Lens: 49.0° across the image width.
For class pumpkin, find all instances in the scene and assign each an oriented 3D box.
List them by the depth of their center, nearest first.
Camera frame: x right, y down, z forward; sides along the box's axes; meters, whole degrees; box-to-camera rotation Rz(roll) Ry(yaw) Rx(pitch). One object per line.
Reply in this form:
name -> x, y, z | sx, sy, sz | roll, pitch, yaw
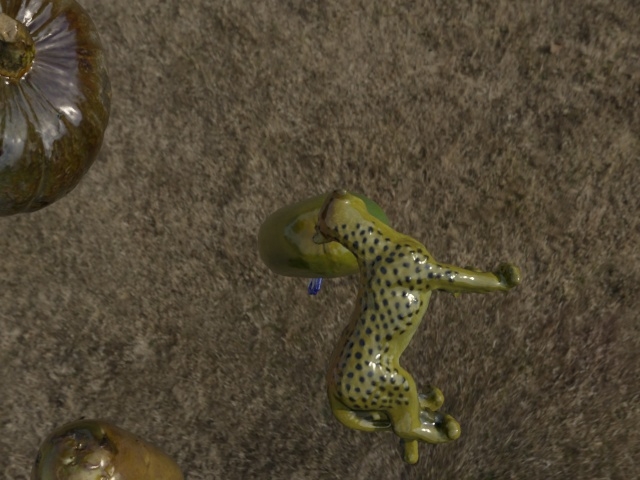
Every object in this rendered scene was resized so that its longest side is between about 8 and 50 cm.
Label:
pumpkin -> -0.259, -0.136, 0.534 | 0.162, 0.219, 0.219 | -14, 61, 41

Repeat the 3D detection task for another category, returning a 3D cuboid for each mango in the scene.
mango -> -0.002, 0.001, 0.708 | 0.122, 0.191, 0.085 | -16, 87, -21

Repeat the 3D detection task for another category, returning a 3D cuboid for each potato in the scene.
potato -> -0.240, 0.273, 0.784 | 0.137, 0.176, 0.137 | -36, 27, 22

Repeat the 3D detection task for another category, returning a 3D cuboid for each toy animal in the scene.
toy animal -> 0.044, 0.068, 0.493 | 0.136, 0.073, 0.181 | 16, 97, -17

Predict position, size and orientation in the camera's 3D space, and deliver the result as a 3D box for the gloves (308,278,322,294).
gloves -> -0.005, 0.056, 1.258 | 0.026, 0.064, 0.086 | 9, 93, -13
